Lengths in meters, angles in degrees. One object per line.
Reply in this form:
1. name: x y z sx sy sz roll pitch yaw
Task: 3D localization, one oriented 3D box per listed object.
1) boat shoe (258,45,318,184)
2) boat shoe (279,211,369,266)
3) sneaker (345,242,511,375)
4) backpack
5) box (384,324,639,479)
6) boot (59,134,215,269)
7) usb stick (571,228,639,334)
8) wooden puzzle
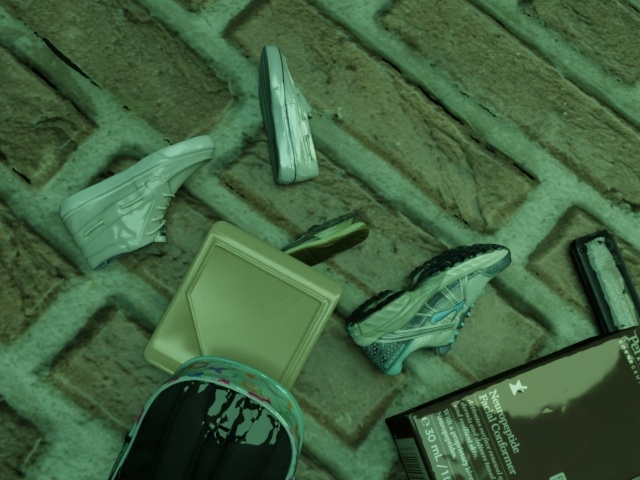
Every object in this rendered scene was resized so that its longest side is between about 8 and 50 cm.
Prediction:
1. boat shoe: -0.050 -0.203 1.078 0.075 0.083 0.227 -6 89 -19
2. boat shoe: 0.000 0.000 1.045 0.152 0.056 0.049 -20 54 -2
3. sneaker: 0.180 0.103 1.025 0.283 0.110 0.122 -30 99 -9
4. backpack: -0.139 0.284 0.871 0.225 0.191 0.254 23 103 3
5. box: 0.310 0.277 0.951 0.381 0.143 0.191 -18 77 -15
6. boot: -0.257 -0.054 1.017 0.258 0.095 0.123 -28 87 -3
7. usb stick: 0.483 0.120 1.066 0.077 0.045 0.278 -17 79 -2
8. wooden puzzle: -0.115 0.121 0.996 0.220 0.044 0.239 28 83 1
